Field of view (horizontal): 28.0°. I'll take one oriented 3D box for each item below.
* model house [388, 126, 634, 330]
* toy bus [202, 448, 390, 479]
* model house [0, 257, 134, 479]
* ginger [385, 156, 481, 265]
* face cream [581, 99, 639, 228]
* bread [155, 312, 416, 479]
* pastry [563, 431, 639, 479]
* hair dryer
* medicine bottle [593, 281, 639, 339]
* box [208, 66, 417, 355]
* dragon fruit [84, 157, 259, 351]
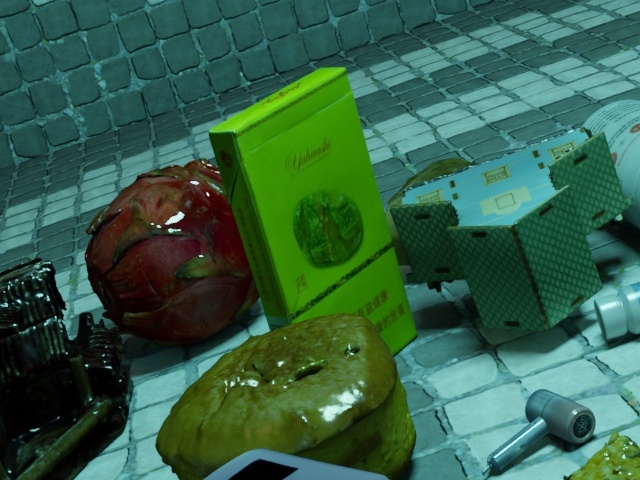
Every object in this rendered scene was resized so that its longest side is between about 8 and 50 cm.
[{"bbox_3d":[0.222,0.007,1.416,0.270,0.178,0.206,-17,22,7],"label":"model house"},{"bbox_3d":[-0.026,0.253,1.010,0.202,0.142,0.142,2,28,46],"label":"toy bus"},{"bbox_3d":[-0.376,0.141,1.424,0.317,0.283,0.297,-23,19,-13],"label":"model house"},{"bbox_3d":[0.218,-0.035,1.637,0.270,0.123,0.219,3,30,26],"label":"ginger"},{"bbox_3d":[0.424,-0.060,1.478,0.145,0.145,0.370,-20,20,-5],"label":"face cream"},{"bbox_3d":[-0.034,0.179,1.230,0.268,0.146,0.268,-20,17,6],"label":"bread"},{"bbox_3d":[0.244,0.208,1.023,0.080,0.056,0.140,-31,22,-2],"label":"pastry"},{"bbox_3d":[0.193,0.184,1.180,0.114,0.037,0.063,-33,24,-19],"label":"hair dryer"},{"bbox_3d":[0.333,0.070,1.333,0.089,0.052,0.052,-17,19,4],"label":"medicine bottle"},{"bbox_3d":[0.000,0.000,1.392,0.047,0.335,0.187,5,29,43],"label":"box"},{"bbox_3d":[-0.183,0.017,1.674,0.241,0.241,0.252,-1,9,40],"label":"dragon fruit"}]
